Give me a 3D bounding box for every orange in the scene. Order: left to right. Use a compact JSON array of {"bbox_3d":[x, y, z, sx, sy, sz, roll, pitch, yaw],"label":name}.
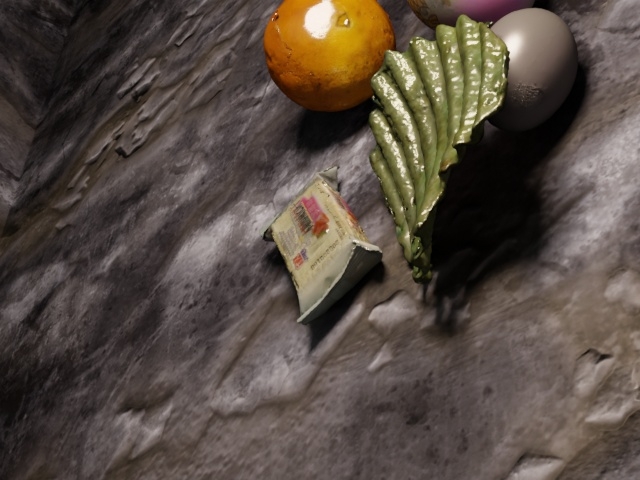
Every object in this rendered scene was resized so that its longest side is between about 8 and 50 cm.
[{"bbox_3d":[0.018,-0.347,1.955,0.240,0.240,0.240,-33,36,29],"label":"orange"}]

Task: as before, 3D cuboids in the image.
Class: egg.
[{"bbox_3d":[0.244,-0.424,1.785,0.196,0.196,0.271,-57,13,-7],"label":"egg"},{"bbox_3d":[0.295,-0.247,1.573,0.146,0.146,0.198,-2,56,52],"label":"egg"}]

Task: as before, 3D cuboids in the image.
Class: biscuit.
[{"bbox_3d":[-0.004,0.003,1.781,0.186,0.079,0.309,-43,34,12],"label":"biscuit"}]

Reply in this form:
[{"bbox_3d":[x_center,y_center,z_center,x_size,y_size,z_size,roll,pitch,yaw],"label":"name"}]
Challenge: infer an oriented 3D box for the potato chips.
[{"bbox_3d":[0.152,-0.145,1.564,0.389,0.097,0.373,-110,34,-61],"label":"potato chips"}]
